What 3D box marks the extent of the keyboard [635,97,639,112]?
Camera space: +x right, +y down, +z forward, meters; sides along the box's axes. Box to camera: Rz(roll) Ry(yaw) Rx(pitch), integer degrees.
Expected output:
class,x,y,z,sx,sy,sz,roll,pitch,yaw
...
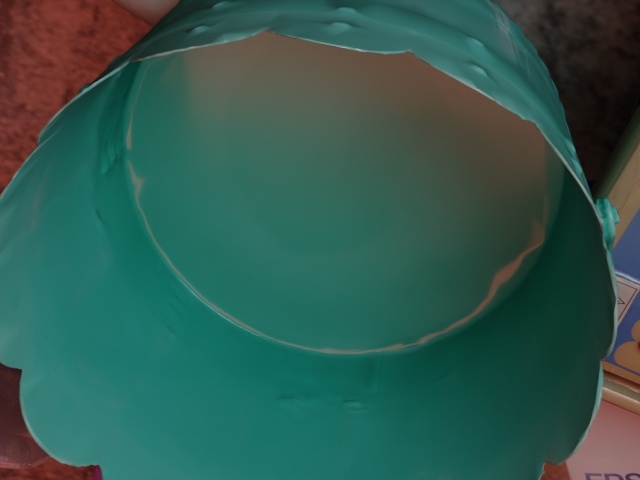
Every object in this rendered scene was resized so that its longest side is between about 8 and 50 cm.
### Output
class,x,y,z,sx,sy,sz,roll,pitch,yaw
keyboard,0.348,-0.049,0.942,0.317,0.033,0.201,15,129,4

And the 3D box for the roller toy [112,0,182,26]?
class,x,y,z,sx,sy,sz,roll,pitch,yaw
roller toy,-0.053,-0.214,0.852,0.191,0.209,0.146,29,123,-23

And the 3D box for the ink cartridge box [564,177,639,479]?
class,x,y,z,sx,sy,sz,roll,pitch,yaw
ink cartridge box,0.235,0.060,0.917,0.223,0.045,0.224,-7,124,22

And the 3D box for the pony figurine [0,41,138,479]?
class,x,y,z,sx,sy,sz,roll,pitch,yaw
pony figurine,-0.106,0.059,0.988,0.351,0.303,0.363,29,100,9

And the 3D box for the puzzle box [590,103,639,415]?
class,x,y,z,sx,sy,sz,roll,pitch,yaw
puzzle box,0.286,-0.024,0.741,0.272,0.052,0.409,22,137,0

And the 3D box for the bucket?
class,x,y,z,sx,sy,sz,roll,pitch,yaw
bucket,0.000,0.000,0.748,0.281,0.183,0.281,4,116,7
